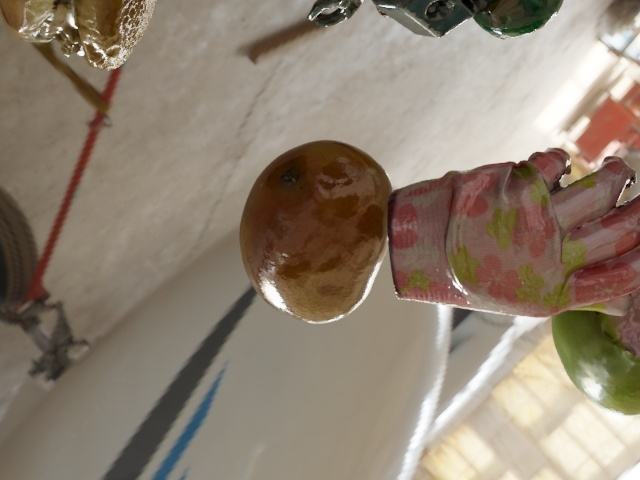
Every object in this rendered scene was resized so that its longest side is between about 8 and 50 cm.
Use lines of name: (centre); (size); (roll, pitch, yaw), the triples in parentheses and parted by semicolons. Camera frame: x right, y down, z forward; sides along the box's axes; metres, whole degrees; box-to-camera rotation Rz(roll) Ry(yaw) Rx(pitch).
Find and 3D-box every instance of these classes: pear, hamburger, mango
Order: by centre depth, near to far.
hamburger: (-0.209, -0.275, 0.981); (0.156, 0.144, 0.282); (-72, -177, -56)
pear: (0.317, 0.080, 1.081); (0.187, 0.187, 0.220); (-45, 160, 2)
mango: (-0.005, 0.000, 1.086); (0.152, 0.120, 0.221); (-8, 138, -20)

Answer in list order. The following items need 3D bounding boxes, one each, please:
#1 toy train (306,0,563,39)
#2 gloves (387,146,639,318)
toy train: (0.148, -0.317, 0.835); (0.429, 0.249, 0.178); (-32, 156, 22)
gloves: (0.180, 0.000, 0.878); (0.241, 0.145, 0.126); (-3, -173, 12)
